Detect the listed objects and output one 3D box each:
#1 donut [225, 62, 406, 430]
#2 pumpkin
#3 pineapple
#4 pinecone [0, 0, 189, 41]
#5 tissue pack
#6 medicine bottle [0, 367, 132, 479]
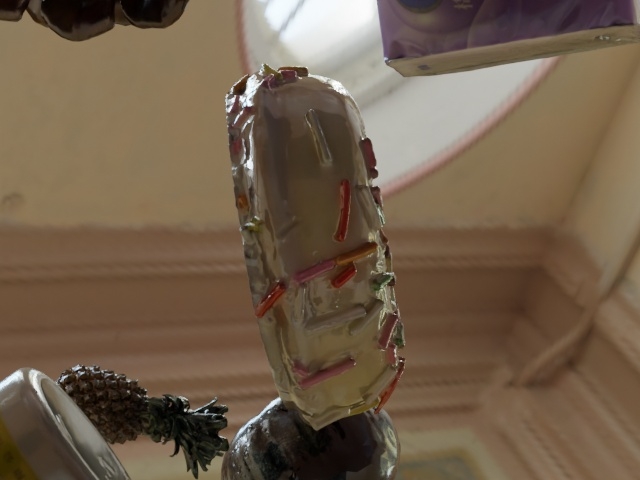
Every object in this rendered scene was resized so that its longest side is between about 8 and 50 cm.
[{"bbox_3d":[0.000,0.000,1.498,0.142,0.383,0.383,-11,-147,2],"label":"donut"},{"bbox_3d":[-0.009,0.277,1.785,0.233,0.233,0.163,-9,-120,-41],"label":"pumpkin"},{"bbox_3d":[-0.208,0.198,1.633,0.221,0.103,0.083,15,-132,9],"label":"pineapple"},{"bbox_3d":[-0.123,-0.197,0.683,0.207,0.208,0.208,15,-150,-9],"label":"pinecone"},{"bbox_3d":[0.159,-0.337,1.347,0.242,0.338,0.160,-9,180,13],"label":"tissue pack"},{"bbox_3d":[-0.356,0.301,1.404,0.208,0.339,0.208,53,177,3],"label":"medicine bottle"}]
